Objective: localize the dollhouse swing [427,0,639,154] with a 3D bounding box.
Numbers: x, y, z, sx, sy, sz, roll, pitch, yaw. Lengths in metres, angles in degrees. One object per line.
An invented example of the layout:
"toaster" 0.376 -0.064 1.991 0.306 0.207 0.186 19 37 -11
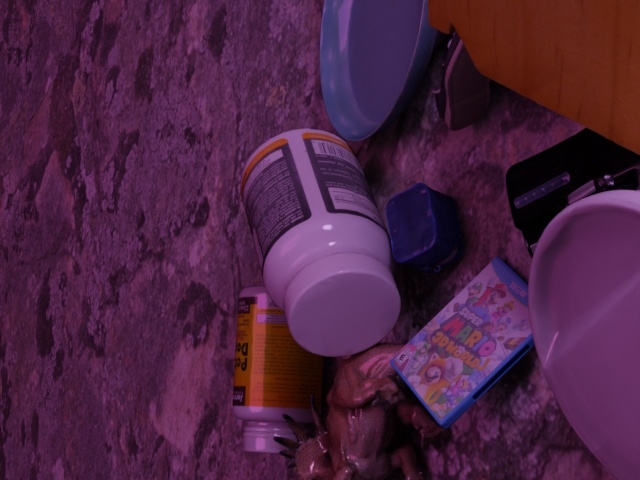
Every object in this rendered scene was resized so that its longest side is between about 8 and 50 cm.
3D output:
"dollhouse swing" 0.317 -0.294 1.056 0.347 0.305 0.315 33 144 32

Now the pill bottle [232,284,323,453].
"pill bottle" -0.055 0.170 1.641 0.117 0.117 0.214 -11 74 58

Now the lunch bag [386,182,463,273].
"lunch bag" 0.124 -0.009 1.440 0.067 0.065 0.098 -26 60 37

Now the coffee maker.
"coffee maker" 0.273 -0.068 1.178 0.178 0.120 0.171 -29 41 51

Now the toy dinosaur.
"toy dinosaur" 0.042 0.210 1.479 0.295 0.127 0.200 -68 27 13

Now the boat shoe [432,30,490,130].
"boat shoe" 0.151 -0.195 1.351 0.065 0.075 0.206 60 167 22

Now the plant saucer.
"plant saucer" 0.076 -0.278 1.559 0.318 0.044 0.317 -174 90 -68

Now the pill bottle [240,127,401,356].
"pill bottle" 0.000 0.000 1.512 0.162 0.162 0.278 -62 28 31

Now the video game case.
"video game case" 0.161 0.106 1.326 0.166 0.015 0.119 -44 39 4

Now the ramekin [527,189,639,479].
"ramekin" 0.300 0.074 0.995 0.273 0.127 0.272 41 143 41
